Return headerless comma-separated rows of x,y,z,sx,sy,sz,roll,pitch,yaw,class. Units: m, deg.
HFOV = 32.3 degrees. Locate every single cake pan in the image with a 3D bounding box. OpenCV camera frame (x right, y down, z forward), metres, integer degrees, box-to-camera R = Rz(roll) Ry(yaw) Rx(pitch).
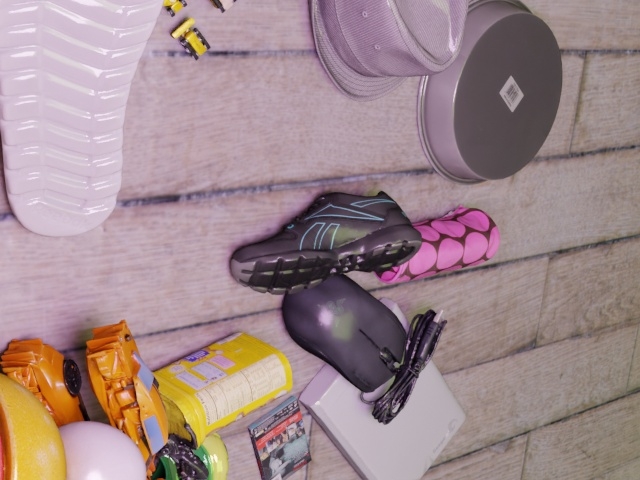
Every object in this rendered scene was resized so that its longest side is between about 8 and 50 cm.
0.265,-0.220,1.661,0.293,0.054,0.293,-17,117,-38,cake pan

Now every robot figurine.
-0.252,0.238,1.277,0.085,0.211,0.291,-78,155,-64,robot figurine

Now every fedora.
0.108,-0.304,1.430,0.244,0.124,0.275,-37,128,-26,fedora

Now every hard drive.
0.105,0.258,1.710,0.203,0.040,0.307,-49,132,-18,hard drive

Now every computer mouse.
0.066,0.133,1.558,0.272,0.072,0.188,36,78,-31,computer mouse

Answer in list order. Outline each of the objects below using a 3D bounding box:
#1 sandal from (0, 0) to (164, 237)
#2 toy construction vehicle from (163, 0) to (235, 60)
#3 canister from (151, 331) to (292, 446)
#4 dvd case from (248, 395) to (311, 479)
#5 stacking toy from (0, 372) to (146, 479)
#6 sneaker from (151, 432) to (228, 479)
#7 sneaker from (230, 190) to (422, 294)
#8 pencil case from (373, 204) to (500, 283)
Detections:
-0.268,-0.200,1.146,0.169,0.102,0.416,2,118,-28,sandal
-0.147,-0.272,1.274,0.086,0.035,0.098,-45,130,-6,toy construction vehicle
-0.135,0.185,1.396,0.170,0.126,0.073,-24,121,-37,canister
-0.057,0.293,1.590,0.087,0.013,0.119,-32,125,-30,dvd case
-0.359,0.216,1.038,0.480,0.351,0.350,9,100,-45,stacking toy
-0.213,0.374,1.432,0.124,0.109,0.295,13,99,-22,sneaker
0.000,0.000,1.482,0.267,0.106,0.101,-10,152,-23,sneaker
0.162,0.003,1.629,0.209,0.098,0.095,-10,157,-41,pencil case
